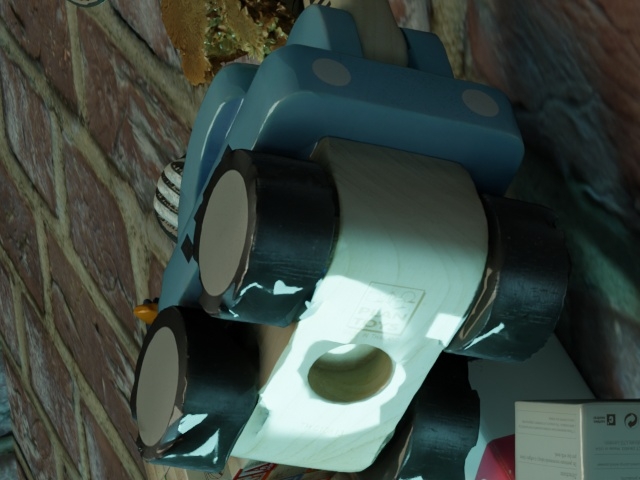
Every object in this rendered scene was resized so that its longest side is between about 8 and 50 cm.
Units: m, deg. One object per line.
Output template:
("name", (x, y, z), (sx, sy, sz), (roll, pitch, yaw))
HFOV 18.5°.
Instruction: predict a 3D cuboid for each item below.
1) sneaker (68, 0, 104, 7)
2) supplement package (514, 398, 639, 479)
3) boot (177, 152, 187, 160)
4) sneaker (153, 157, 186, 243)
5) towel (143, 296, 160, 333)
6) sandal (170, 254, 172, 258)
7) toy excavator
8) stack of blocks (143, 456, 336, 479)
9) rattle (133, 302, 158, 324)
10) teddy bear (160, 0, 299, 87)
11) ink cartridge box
("sneaker", (-0.135, -0.360, 1.859), (0.124, 0.178, 0.295), (41, 125, 6))
("supplement package", (0.190, 0.191, 1.245), (0.105, 0.105, 0.179), (172, 99, -71))
("boot", (-0.058, 0.029, 1.912), (0.161, 0.083, 0.246), (45, -160, -48))
("sneaker", (0.000, 0.000, 1.764), (0.281, 0.162, 0.106), (38, 120, 13))
("towel", (-0.197, 0.116, 2.415), (0.119, 0.029, 0.067), (-119, 23, -69))
("sandal", (-0.145, 0.076, 2.311), (0.254, 0.054, 0.097), (107, 155, -73))
("toy excavator", (0.012, -0.109, 1.354), (0.445, 0.222, 0.433), (-104, 32, -44))
("stack of blocks", (-0.063, 0.194, 1.936), (0.297, 0.171, 0.087), (122, 133, -64))
("rattle", (-0.111, 0.161, 2.122), (0.130, 0.143, 0.199), (17, 113, 48))
("teddy bear", (-0.037, -0.269, 1.718), (0.245, 0.113, 0.338), (58, 145, 34))
("ink cartridge box", (0.125, 0.144, 1.462), (0.172, 0.100, 0.237), (99, 152, -44))
